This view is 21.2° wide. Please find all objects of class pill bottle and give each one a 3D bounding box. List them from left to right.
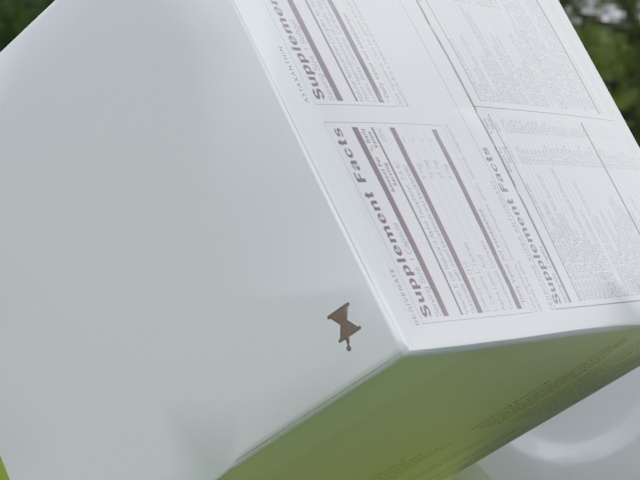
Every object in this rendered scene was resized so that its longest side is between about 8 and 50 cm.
[{"bbox_3d":[0.129,0.044,1.048,0.181,0.181,0.323,6,8,-2],"label":"pill bottle"}]

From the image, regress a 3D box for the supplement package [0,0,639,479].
[{"bbox_3d":[0.000,0.000,0.739,0.199,0.198,0.262,-36,-20,32],"label":"supplement package"}]
